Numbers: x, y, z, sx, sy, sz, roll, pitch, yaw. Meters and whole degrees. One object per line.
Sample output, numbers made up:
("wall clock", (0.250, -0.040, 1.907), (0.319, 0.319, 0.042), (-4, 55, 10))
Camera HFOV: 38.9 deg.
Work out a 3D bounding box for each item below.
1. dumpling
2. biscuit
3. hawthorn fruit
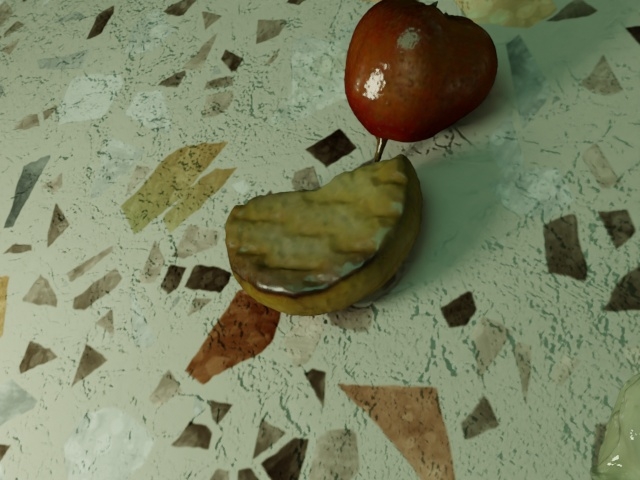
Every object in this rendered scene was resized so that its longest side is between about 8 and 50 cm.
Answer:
("dumpling", (0.333, 0.168, 0.873), (0.169, 0.099, 0.134), (-64, 12, 7))
("biscuit", (0.001, 0.001, 1.167), (0.274, 0.091, 0.213), (-8, 53, 24))
("hawthorn fruit", (0.116, -0.204, 1.199), (0.196, 0.196, 0.226), (36, 106, 41))
